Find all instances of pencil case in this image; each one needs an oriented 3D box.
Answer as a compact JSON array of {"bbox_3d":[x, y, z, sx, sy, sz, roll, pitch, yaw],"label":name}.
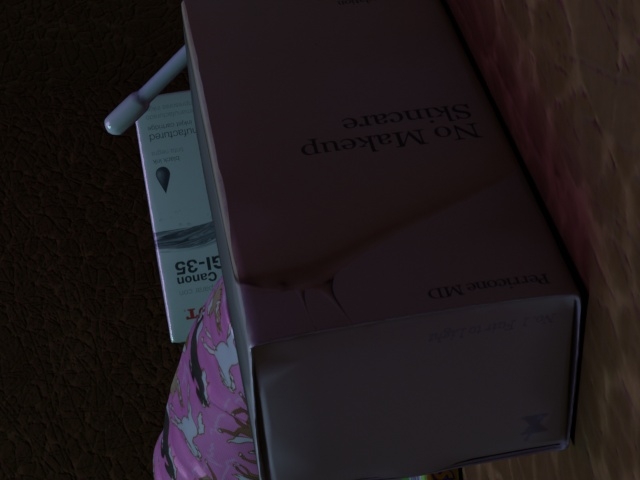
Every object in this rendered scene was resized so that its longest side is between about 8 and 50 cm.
[{"bbox_3d":[-0.033,0.136,1.126,0.386,0.160,0.167,118,136,-56],"label":"pencil case"}]

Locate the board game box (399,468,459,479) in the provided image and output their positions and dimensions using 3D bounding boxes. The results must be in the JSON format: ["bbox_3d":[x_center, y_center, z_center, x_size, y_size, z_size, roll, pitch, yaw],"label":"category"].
[{"bbox_3d":[0.075,0.186,1.143,0.259,0.039,0.124,-126,29,-72],"label":"board game box"}]

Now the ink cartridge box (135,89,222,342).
[{"bbox_3d":[-0.092,-0.034,1.590,0.117,0.207,0.283,153,107,-86],"label":"ink cartridge box"}]

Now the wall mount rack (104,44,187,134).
[{"bbox_3d":[-0.124,-0.246,0.948,0.350,0.130,0.304,47,143,-3],"label":"wall mount rack"}]

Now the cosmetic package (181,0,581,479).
[{"bbox_3d":[0.019,-0.021,0.758,0.309,0.160,0.113,-107,11,-50],"label":"cosmetic package"}]
